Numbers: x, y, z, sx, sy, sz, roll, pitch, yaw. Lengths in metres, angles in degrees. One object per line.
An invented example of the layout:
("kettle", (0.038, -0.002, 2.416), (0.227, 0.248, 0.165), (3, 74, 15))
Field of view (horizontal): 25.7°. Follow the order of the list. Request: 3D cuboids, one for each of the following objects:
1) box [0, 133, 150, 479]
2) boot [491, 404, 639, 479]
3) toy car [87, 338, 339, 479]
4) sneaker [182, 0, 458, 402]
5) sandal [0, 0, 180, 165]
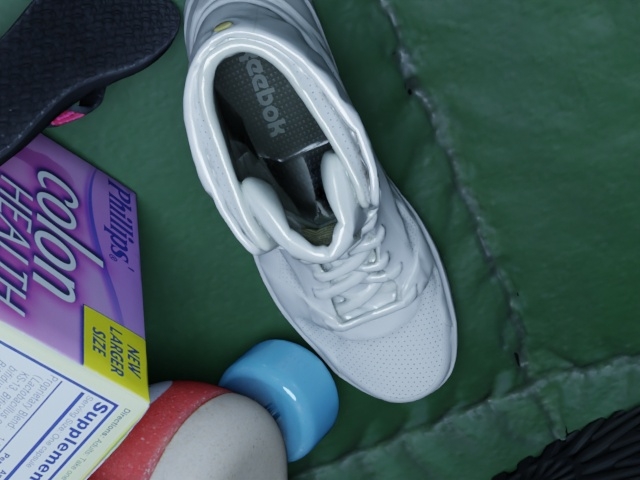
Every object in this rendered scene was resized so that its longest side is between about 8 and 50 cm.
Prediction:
("box", (-0.220, 0.005, 0.720), (0.243, 0.213, 0.117), (35, 110, -25))
("boot", (0.199, 0.261, 0.893), (0.348, 0.131, 0.260), (-31, 104, 24))
("toy car", (-0.143, 0.161, 0.845), (0.238, 0.219, 0.210), (16, 122, 26))
("sneaker", (0.000, 0.000, 0.764), (0.108, 0.169, 0.292), (-24, 113, 9))
("sandal", (-0.147, -0.087, 0.745), (0.067, 0.179, 0.040), (41, 144, 7))
